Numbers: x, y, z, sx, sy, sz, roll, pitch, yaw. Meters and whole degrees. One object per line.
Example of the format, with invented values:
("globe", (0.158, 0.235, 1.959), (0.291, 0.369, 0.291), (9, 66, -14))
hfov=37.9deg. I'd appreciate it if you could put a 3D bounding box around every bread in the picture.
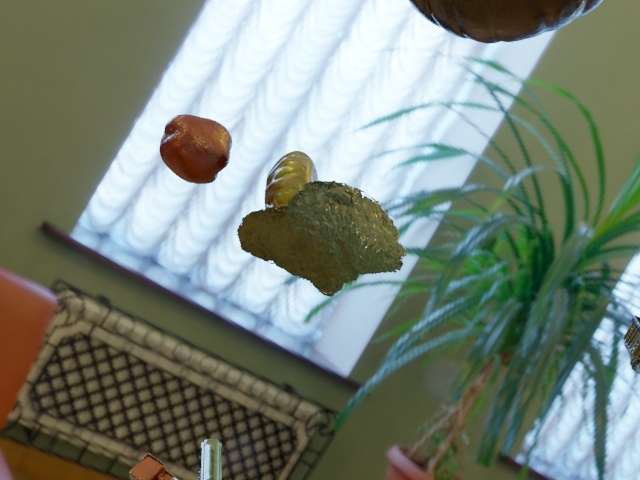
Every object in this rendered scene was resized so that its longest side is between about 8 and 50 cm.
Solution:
("bread", (-0.054, -0.072, 1.779), (0.104, 0.214, 0.213), (0, -4, 7))

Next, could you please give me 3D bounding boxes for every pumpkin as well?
("pumpkin", (0.191, -0.304, 0.920), (0.250, 0.250, 0.216), (31, -19, 27))

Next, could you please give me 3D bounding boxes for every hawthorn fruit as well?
("hawthorn fruit", (-0.245, -0.176, 1.794), (0.138, 0.133, 0.133), (33, -1, -28))

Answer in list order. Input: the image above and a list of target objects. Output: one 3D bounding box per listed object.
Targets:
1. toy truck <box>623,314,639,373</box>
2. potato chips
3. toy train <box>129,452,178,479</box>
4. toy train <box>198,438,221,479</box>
("toy truck", (0.438, 0.138, 1.041), (0.201, 0.088, 0.074), (20, 22, -9))
("potato chips", (-0.002, -0.002, 1.348), (0.059, 0.228, 0.167), (-115, -174, -81))
("toy train", (-0.276, 0.487, 1.752), (0.176, 0.074, 0.118), (29, -35, 22))
("toy train", (-0.188, 0.400, 1.576), (0.038, 0.071, 0.148), (5, 18, -8))
